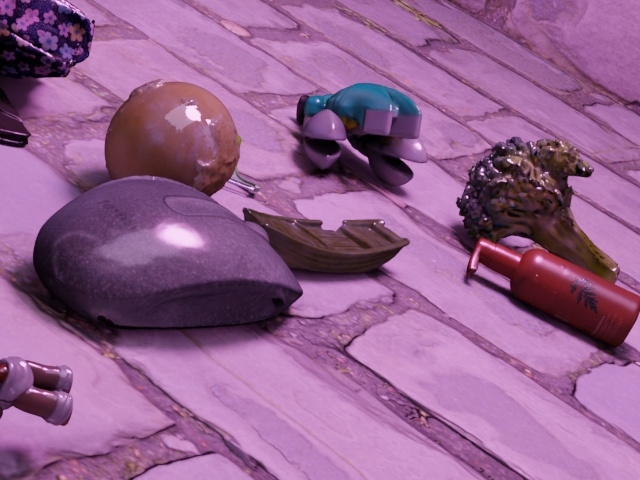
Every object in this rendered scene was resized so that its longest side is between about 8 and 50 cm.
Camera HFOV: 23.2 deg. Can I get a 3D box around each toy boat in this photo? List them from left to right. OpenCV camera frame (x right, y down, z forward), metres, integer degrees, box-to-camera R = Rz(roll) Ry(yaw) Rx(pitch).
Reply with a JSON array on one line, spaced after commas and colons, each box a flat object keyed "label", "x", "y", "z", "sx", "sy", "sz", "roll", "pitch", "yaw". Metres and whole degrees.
[{"label": "toy boat", "x": 0.000, "y": 0.000, "z": 1.978, "sx": 0.093, "sy": 0.055, "sz": 0.293, "roll": 36, "pitch": 19, "yaw": 34}]

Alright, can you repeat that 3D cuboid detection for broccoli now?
[{"label": "broccoli", "x": 0.350, "y": -0.052, "z": 2.312, "sx": 0.274, "sy": 0.199, "sz": 0.177, "roll": 24, "pitch": 21, "yaw": -5}]

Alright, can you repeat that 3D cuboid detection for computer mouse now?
[{"label": "computer mouse", "x": -0.149, "y": 0.010, "z": 1.716, "sx": 0.203, "sy": 0.114, "sz": 0.374, "roll": 36, "pitch": 22, "yaw": 28}]

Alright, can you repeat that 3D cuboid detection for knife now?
[{"label": "knife", "x": -0.125, "y": -0.112, "z": 2.155, "sx": 0.078, "sy": 0.023, "sz": 0.166, "roll": 26, "pitch": 21, "yaw": -18}]

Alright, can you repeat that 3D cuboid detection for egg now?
[{"label": "egg", "x": -0.179, "y": -0.115, "z": 1.906, "sx": 0.164, "sy": 0.164, "sz": 0.201, "roll": 28, "pitch": 23, "yaw": 6}]

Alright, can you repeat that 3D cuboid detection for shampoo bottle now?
[{"label": "shampoo bottle", "x": 0.325, "y": 0.064, "z": 2.177, "sx": 0.244, "sy": 0.085, "sz": 0.085, "roll": 24, "pitch": 21, "yaw": 1}]

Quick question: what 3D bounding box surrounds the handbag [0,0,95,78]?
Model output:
[{"label": "handbag", "x": -0.422, "y": -0.287, "z": 2.041, "sx": 0.228, "sy": 0.127, "sz": 0.208, "roll": 28, "pitch": -14, "yaw": -20}]

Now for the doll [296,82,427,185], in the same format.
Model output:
[{"label": "doll", "x": 0.065, "y": -0.164, "z": 2.368, "sx": 0.194, "sy": 0.153, "sz": 0.258, "roll": 4, "pitch": 7, "yaw": -6}]

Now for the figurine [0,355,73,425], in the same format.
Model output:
[{"label": "figurine", "x": -0.308, "y": 0.122, "z": 1.310, "sx": 0.197, "sy": 0.093, "sz": 0.147, "roll": 22, "pitch": 42, "yaw": -32}]

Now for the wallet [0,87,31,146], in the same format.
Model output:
[{"label": "wallet", "x": -0.417, "y": -0.164, "z": 1.955, "sx": 0.082, "sy": 0.018, "sz": 0.157, "roll": 12, "pitch": 24, "yaw": -31}]
